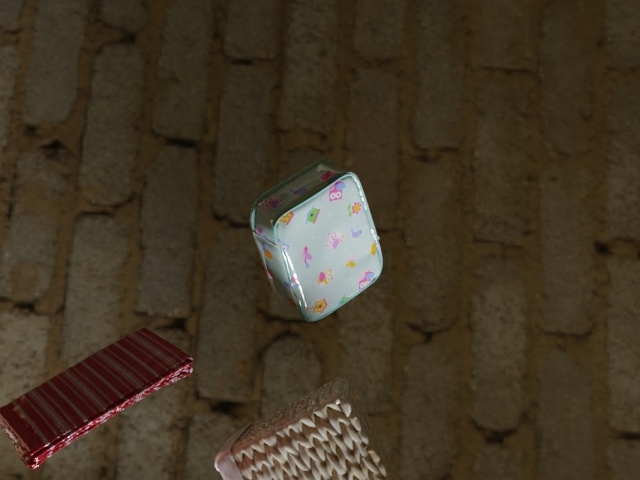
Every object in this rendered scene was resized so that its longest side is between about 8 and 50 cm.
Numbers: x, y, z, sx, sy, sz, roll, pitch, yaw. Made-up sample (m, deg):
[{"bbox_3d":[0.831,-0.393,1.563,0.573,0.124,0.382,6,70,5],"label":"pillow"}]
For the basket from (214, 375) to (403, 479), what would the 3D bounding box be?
[{"bbox_3d":[0.005,0.464,1.739,0.328,0.266,0.331,61,1,4],"label":"basket"}]

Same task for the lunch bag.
[{"bbox_3d":[0.000,0.000,1.710,0.108,0.224,0.279,31,-31,44],"label":"lunch bag"}]

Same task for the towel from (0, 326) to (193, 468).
[{"bbox_3d":[-0.345,0.228,1.382,0.199,0.275,0.031,18,-48,55],"label":"towel"}]
